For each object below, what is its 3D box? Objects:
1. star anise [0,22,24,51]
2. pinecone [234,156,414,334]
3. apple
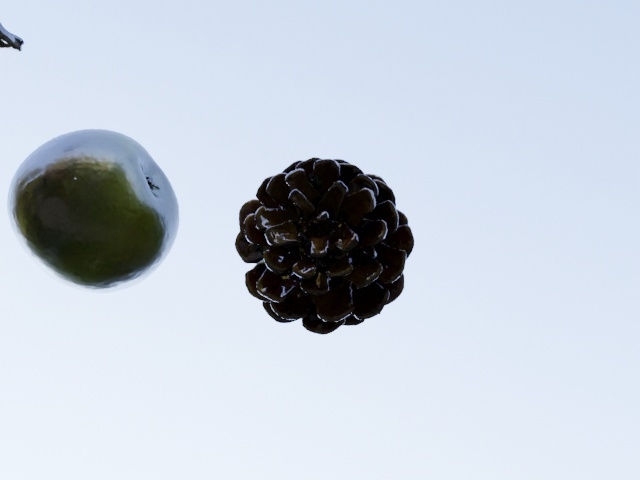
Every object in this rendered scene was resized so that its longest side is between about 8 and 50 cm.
[{"bbox_3d":[-0.390,-0.267,0.945,0.288,0.288,0.088,54,-34,-7],"label":"star anise"},{"bbox_3d":[0.000,0.000,1.119,0.208,0.208,0.208,2,-74,9],"label":"pinecone"},{"bbox_3d":[-0.252,-0.036,1.158,0.157,0.196,0.196,-28,-81,13],"label":"apple"}]
